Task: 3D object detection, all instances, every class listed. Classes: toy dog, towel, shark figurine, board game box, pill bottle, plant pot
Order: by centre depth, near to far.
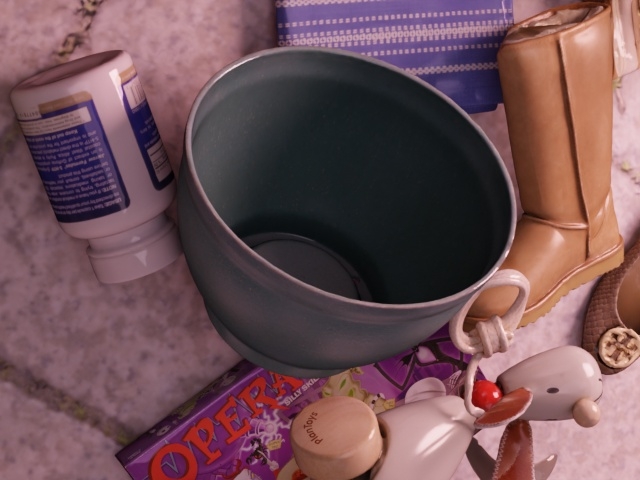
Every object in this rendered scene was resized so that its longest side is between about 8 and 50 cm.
[{"bbox_3d":[-0.189,-0.063,1.308,0.112,0.112,0.187,-23,107,-16],"label":"pill bottle"},{"bbox_3d":[0.000,0.000,1.319,0.293,0.293,0.196,2,140,-22],"label":"plant pot"},{"bbox_3d":[0.125,0.205,1.377,0.333,0.161,0.220,-36,134,0],"label":"toy dog"},{"bbox_3d":[0.066,-0.279,1.415,0.243,0.040,0.336,-7,101,-18],"label":"towel"},{"bbox_3d":[-0.003,0.189,1.467,0.347,0.056,0.208,-36,107,-11],"label":"board game box"},{"bbox_3d":[0.199,0.330,1.538,0.278,0.116,0.166,53,57,-41],"label":"shark figurine"}]

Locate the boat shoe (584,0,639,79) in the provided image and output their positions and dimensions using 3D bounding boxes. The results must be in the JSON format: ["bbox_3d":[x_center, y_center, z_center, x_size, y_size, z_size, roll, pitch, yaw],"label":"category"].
[{"bbox_3d":[0.301,-0.248,1.497,0.059,0.063,0.170,-15,115,-21],"label":"boat shoe"}]

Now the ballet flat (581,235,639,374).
[{"bbox_3d":[0.358,0.033,1.571,0.084,0.058,0.250,34,87,-23],"label":"ballet flat"}]

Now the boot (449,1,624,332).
[{"bbox_3d":[0.199,-0.071,1.447,0.236,0.089,0.269,-29,122,-33],"label":"boot"}]
